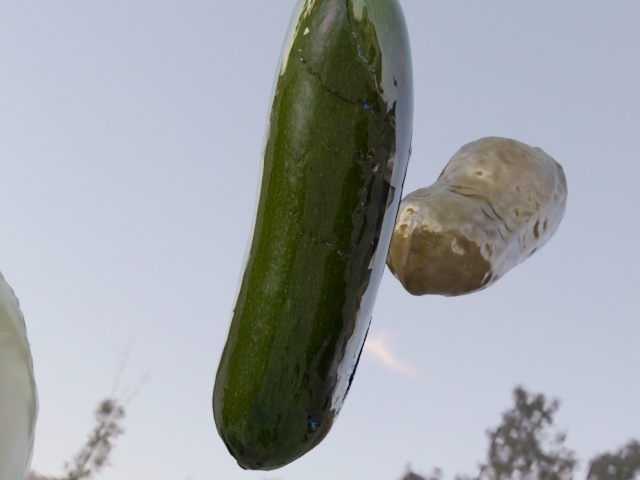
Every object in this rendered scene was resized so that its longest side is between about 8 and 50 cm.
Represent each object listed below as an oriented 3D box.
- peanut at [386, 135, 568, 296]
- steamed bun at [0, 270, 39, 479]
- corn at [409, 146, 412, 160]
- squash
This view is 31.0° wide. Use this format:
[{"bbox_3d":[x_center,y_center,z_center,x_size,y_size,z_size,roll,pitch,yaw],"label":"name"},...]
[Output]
[{"bbox_3d":[0.120,-0.021,0.890,0.095,0.226,0.108,18,-60,30],"label":"peanut"},{"bbox_3d":[-0.275,0.030,0.556,0.230,0.372,0.325,-2,-26,-30],"label":"steamed bun"},{"bbox_3d":[0.000,0.000,1.047,0.092,0.281,0.092,24,-10,4],"label":"corn"},{"bbox_3d":[0.002,-0.028,0.635,0.087,0.332,0.087,10,11,-2],"label":"squash"}]
